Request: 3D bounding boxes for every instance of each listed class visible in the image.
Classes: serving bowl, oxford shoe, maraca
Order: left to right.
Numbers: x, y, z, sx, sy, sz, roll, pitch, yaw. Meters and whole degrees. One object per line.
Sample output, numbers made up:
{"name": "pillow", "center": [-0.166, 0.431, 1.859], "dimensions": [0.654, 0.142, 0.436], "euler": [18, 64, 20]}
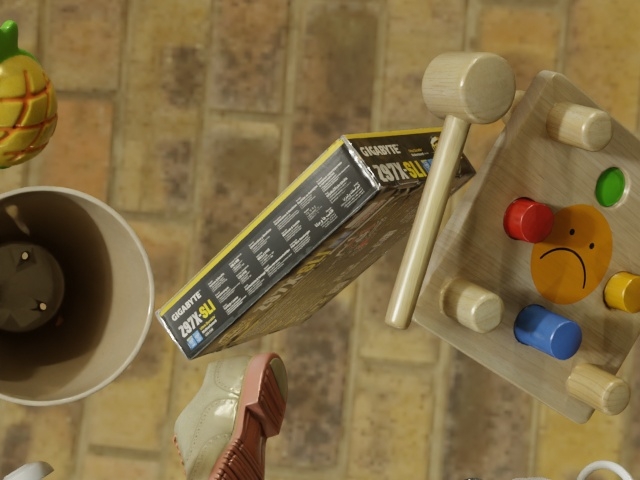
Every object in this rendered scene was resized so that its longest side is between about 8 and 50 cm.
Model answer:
{"name": "maraca", "center": [-0.343, -0.155, 1.391], "dimensions": [0.185, 0.099, 0.127], "euler": [80, -147, -54]}
{"name": "serving bowl", "center": [-0.393, 0.313, 1.693], "dimensions": [0.027, 0.083, 0.083], "euler": [59, -171, 0]}
{"name": "oxford shoe", "center": [-0.169, 0.349, 2.047], "dimensions": [0.397, 0.146, 0.140], "euler": [-68, -32, -44]}

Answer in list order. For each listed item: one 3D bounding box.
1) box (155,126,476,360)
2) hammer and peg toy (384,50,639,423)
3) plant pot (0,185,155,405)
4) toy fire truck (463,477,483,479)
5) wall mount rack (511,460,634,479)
{"name": "box", "center": [0.000, 0.000, 1.477], "dimensions": [0.079, 0.322, 0.257], "euler": [55, -151, 14]}
{"name": "hammer and peg toy", "center": [0.180, -0.007, 1.153], "dimensions": [0.266, 0.361, 0.127], "euler": [-60, 32, -2]}
{"name": "plant pot", "center": [-0.364, 0.061, 1.617], "dimensions": [0.274, 0.256, 0.256], "euler": [-177, 91, -70]}
{"name": "toy fire truck", "center": [0.171, 0.438, 1.558], "dimensions": [0.246, 0.217, 0.158], "euler": [60, 166, 17]}
{"name": "wall mount rack", "center": [0.358, 0.491, 1.774], "dimensions": [0.130, 0.304, 0.350], "euler": [6, -75, -40]}
